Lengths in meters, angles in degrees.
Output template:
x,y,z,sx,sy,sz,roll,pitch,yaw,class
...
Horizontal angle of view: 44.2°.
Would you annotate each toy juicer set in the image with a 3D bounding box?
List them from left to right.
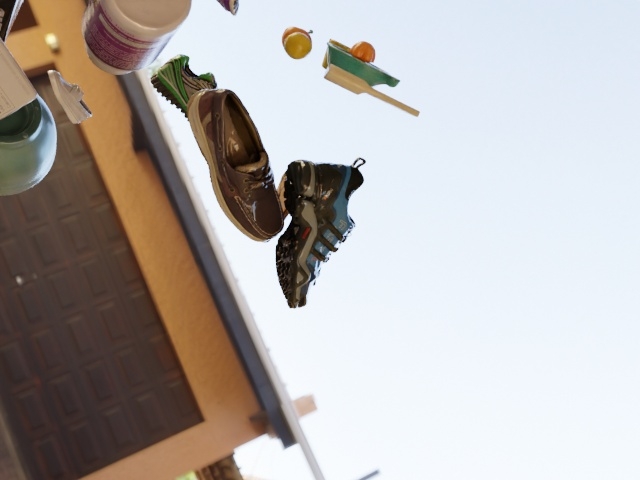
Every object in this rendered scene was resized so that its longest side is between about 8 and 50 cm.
x,y,z,sx,sy,sz,roll,pitch,yaw,class
0.042,-0.345,1.481,0.090,0.209,0.329,-63,-145,15,toy juicer set

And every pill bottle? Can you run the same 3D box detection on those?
x,y,z,sx,sy,sz,roll,pitch,yaw,class
-0.368,-0.427,1.525,0.301,0.169,0.169,-17,-86,62,pill bottle

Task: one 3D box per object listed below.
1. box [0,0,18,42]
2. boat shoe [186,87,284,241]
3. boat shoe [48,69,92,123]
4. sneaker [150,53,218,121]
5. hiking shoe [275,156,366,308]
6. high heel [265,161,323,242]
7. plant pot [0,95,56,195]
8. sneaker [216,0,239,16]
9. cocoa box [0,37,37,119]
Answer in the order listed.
x,y,z,sx,sy,sz,roll,pitch,yaw,class
-0.601,-0.575,1.564,0.307,0.076,0.243,-43,-147,48,box
-0.130,-0.124,1.334,0.092,0.102,0.285,1,-62,51,boat shoe
-0.634,-0.368,2.004,0.184,0.063,0.066,76,-8,-54,boat shoe
-0.344,-0.414,2.354,0.343,0.146,0.134,44,15,-4,sneaker
0.000,0.000,1.370,0.113,0.132,0.304,-114,-153,-47,hiking shoe
-0.082,-0.102,2.176,0.093,0.261,0.186,45,19,-35,high heel
-0.783,-0.278,1.925,0.196,0.293,0.293,-32,-99,58,plant pot
-0.187,-0.460,1.455,0.170,0.071,0.068,-123,-140,-57,sneaker
-0.577,-0.284,1.062,0.347,0.228,0.231,45,-15,45,cocoa box
